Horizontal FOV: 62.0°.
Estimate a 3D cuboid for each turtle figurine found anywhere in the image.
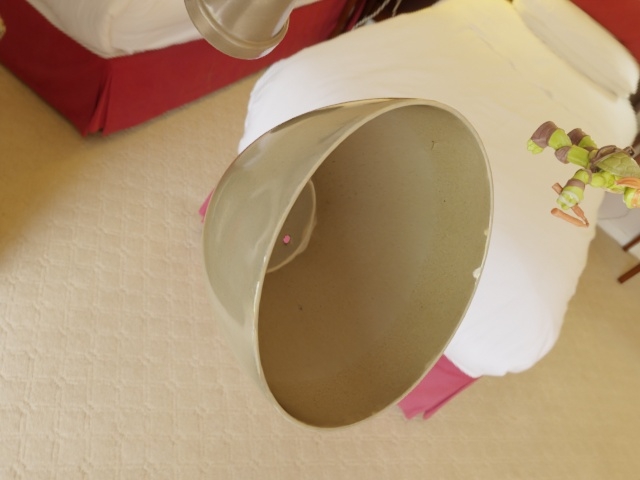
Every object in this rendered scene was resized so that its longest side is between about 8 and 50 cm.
[{"bbox_3d":[0.413,-0.108,0.799,0.269,0.087,0.217,-9,39,-17],"label":"turtle figurine"}]

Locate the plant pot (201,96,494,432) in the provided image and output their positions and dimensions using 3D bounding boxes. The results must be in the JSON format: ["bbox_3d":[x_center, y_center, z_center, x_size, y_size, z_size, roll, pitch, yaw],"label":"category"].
[{"bbox_3d":[0.000,0.000,0.500,0.284,0.284,0.191,-15,29,-39],"label":"plant pot"}]

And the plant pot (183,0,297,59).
[{"bbox_3d":[-0.141,-0.574,1.179,0.263,0.229,0.263,11,72,-36],"label":"plant pot"}]
